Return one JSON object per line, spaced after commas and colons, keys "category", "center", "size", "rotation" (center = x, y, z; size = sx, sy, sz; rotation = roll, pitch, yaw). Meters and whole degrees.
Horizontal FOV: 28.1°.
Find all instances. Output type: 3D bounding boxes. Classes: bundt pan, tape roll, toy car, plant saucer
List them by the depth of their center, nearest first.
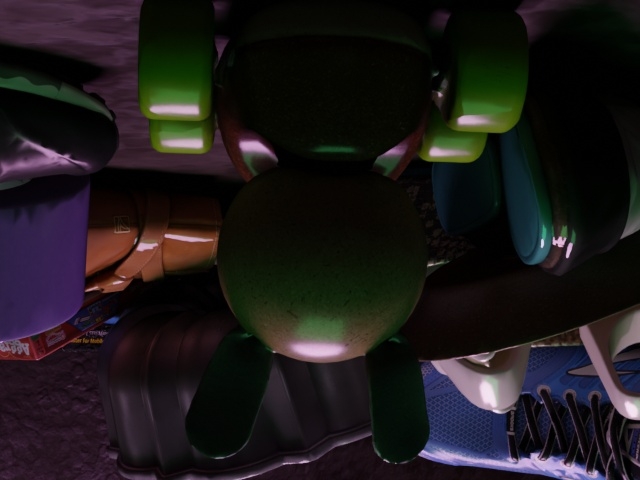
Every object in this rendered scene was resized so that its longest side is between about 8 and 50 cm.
{"category": "toy car", "center": [0.000, 0.000, 0.550], "size": [0.155, 0.188, 0.149], "rotation": [2, 174, -4]}
{"category": "plant saucer", "center": [0.132, 0.017, 0.750], "size": [0.199, 0.036, 0.198], "rotation": [-20, -174, 2]}
{"category": "tape roll", "center": [-0.232, -0.006, 0.752], "size": [0.189, 0.080, 0.189], "rotation": [5, -165, -1]}
{"category": "bundt pan", "center": [-0.048, 0.084, 1.135], "size": [0.331, 0.124, 0.331], "rotation": [-16, -168, 4]}

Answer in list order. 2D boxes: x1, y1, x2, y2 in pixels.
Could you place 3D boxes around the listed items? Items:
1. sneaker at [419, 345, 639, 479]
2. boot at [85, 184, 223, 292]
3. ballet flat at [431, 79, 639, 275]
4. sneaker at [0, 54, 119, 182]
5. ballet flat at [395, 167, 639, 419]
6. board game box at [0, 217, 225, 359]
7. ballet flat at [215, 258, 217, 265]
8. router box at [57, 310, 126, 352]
{"category": "sneaker", "center": [0.217, 0.128, 0.966], "size": [0.330, 0.129, 0.147], "rotation": [-1, -172, 4]}
{"category": "boot", "center": [-0.205, -0.002, 1.080], "size": [0.220, 0.109, 0.283], "rotation": [-4, 171, -15]}
{"category": "ballet flat", "center": [0.127, -0.039, 0.682], "size": [0.096, 0.095, 0.280], "rotation": [-9, -175, -4]}
{"category": "sneaker", "center": [-0.237, -0.030, 0.611], "size": [0.283, 0.124, 0.107], "rotation": [5, 173, -31]}
{"category": "ballet flat", "center": [0.198, 0.040, 0.901], "size": [0.483, 0.182, 0.164], "rotation": [0, 147, 15]}
{"category": "board game box", "center": [-0.206, 0.041, 1.175], "size": [0.145, 0.027, 0.281], "rotation": [-2, -161, 39]}
{"category": "ballet flat", "center": [-0.182, 0.032, 1.502], "size": [0.203, 0.074, 0.074], "rotation": [6, 175, 12]}
{"category": "router box", "center": [-0.203, 0.052, 1.332], "size": [0.046, 0.133, 0.179], "rotation": [-4, 172, 44]}
